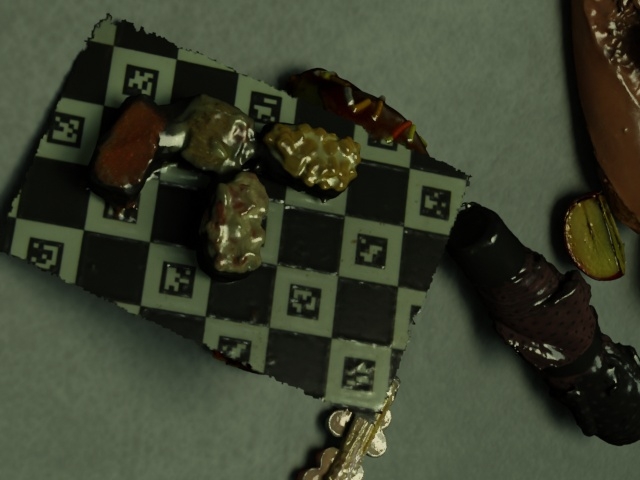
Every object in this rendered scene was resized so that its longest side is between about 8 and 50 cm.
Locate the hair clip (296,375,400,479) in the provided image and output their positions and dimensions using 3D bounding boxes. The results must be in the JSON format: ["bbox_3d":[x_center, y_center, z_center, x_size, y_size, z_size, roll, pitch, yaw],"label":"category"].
[{"bbox_3d":[0.006,0.201,1.065,0.062,0.056,0.214,35,65,-24],"label":"hair clip"}]

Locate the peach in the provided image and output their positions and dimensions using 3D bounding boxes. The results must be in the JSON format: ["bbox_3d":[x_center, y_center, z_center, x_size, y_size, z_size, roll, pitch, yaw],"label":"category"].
[{"bbox_3d":[0.248,-0.003,1.242,0.083,0.050,0.077,54,30,-52],"label":"peach"}]

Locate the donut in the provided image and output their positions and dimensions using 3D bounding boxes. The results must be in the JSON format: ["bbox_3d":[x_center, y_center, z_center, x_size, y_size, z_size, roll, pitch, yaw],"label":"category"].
[{"bbox_3d":[0.001,-0.001,0.988,0.230,0.096,0.216,-37,121,-32],"label":"donut"}]

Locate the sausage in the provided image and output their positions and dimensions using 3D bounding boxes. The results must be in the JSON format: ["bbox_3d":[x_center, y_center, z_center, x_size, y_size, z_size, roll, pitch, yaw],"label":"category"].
[{"bbox_3d":[0.274,-0.148,1.224,0.087,0.079,0.327,-20,109,-25],"label":"sausage"}]

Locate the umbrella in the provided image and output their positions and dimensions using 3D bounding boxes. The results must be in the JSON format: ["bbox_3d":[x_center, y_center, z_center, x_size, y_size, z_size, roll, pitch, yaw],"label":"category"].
[{"bbox_3d":[0.209,0.077,1.198,0.094,0.090,0.326,-43,127,-2],"label":"umbrella"}]

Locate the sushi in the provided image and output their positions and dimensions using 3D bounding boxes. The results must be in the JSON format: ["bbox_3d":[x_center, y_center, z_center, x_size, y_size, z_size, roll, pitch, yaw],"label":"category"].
[{"bbox_3d":[-0.045,-0.025,0.875,0.279,0.043,0.193,26,71,-10],"label":"sushi"}]
